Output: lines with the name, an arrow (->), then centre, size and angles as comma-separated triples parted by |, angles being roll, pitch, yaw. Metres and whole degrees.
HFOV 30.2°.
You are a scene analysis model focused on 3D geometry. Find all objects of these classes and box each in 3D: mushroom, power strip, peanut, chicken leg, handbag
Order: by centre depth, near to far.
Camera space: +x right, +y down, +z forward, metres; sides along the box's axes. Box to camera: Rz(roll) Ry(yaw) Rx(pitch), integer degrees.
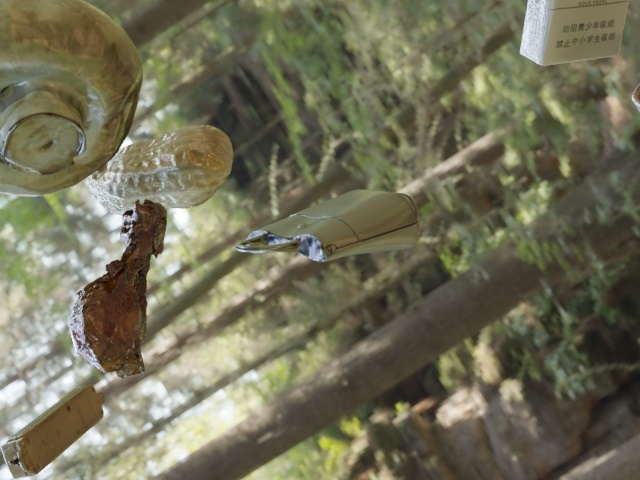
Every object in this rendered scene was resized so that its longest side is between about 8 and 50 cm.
chicken leg -> -0.250, 0.057, 1.527 | 0.304, 0.093, 0.113 | -80, -29, -52
mushroom -> -0.439, -0.216, 1.802 | 0.352, 0.352, 0.260 | 53, -167, -49
power strip -> -0.408, 0.291, 1.818 | 0.305, 0.044, 0.064 | -43, -66, -73
handbag -> 0.000, 0.000, 2.039 | 0.241, 0.315, 0.109 | 5, 111, 54
peanut -> -0.296, -0.122, 2.210 | 0.152, 0.313, 0.152 | 43, -140, -52

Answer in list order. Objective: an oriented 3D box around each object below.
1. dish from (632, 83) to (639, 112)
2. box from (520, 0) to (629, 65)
dish -> 0.624, -0.193, 1.917 | 0.234, 0.154, 0.064 | 37, 149, 18
box -> 0.413, -0.415, 1.873 | 0.071, 0.168, 0.259 | 43, 137, 52
